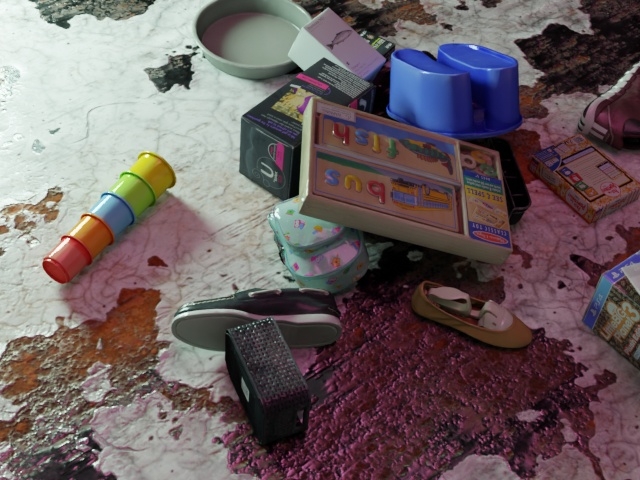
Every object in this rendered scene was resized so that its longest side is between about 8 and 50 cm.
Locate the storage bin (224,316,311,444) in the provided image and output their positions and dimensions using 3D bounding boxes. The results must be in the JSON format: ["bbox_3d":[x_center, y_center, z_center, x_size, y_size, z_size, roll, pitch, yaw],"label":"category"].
[{"bbox_3d":[-0.091,0.233,1.650,0.084,0.122,0.180,-14,51,-19],"label":"storage bin"}]

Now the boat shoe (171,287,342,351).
[{"bbox_3d":[-0.114,0.133,1.752,0.303,0.114,0.091,5,48,-17],"label":"boat shoe"}]

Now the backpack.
[{"bbox_3d":[0.000,0.000,1.849,0.166,0.144,0.188,-22,63,-3],"label":"backpack"}]

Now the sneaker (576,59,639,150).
[{"bbox_3d":[0.718,-0.289,2.229,0.281,0.106,0.162,-40,67,-22],"label":"sneaker"}]

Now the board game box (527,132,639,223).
[{"bbox_3d":[0.560,-0.135,2.098,0.147,0.045,0.193,-24,55,-25],"label":"board game box"}]

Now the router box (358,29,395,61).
[{"bbox_3d":[0.106,-0.438,2.328,0.092,0.038,0.122,29,52,18],"label":"router box"}]

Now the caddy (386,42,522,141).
[{"bbox_3d":[0.282,-0.302,2.103,0.241,0.179,0.341,-9,24,-18],"label":"caddy"}]

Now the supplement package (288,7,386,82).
[{"bbox_3d":[0.036,-0.410,2.216,0.179,0.105,0.105,42,56,4],"label":"supplement package"}]

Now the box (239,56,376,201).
[{"bbox_3d":[-0.027,-0.229,2.041,0.143,0.165,0.270,34,54,22],"label":"box"}]

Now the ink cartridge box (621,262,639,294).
[{"bbox_3d":[0.678,0.119,1.683,0.275,0.060,0.239,-14,50,-17],"label":"ink cartridge box"}]

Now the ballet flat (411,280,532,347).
[{"bbox_3d":[0.279,0.134,1.809,0.232,0.073,0.080,16,49,8],"label":"ballet flat"}]

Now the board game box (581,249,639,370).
[{"bbox_3d":[0.672,0.146,1.794,0.232,0.141,0.291,-28,56,-27],"label":"board game box"}]

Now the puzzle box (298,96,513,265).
[{"bbox_3d":[0.159,-0.113,1.868,0.409,0.052,0.272,14,48,-14],"label":"puzzle box"}]

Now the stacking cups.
[{"bbox_3d":[-0.400,-0.037,1.891,0.096,0.096,0.316,24,54,15],"label":"stacking cups"}]

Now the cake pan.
[{"bbox_3d":[-0.155,-0.479,2.327,0.293,0.054,0.293,3,48,-3],"label":"cake pan"}]

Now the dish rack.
[{"bbox_3d":[0.275,-0.112,2.030,0.272,0.074,0.208,-3,48,-8],"label":"dish rack"}]
